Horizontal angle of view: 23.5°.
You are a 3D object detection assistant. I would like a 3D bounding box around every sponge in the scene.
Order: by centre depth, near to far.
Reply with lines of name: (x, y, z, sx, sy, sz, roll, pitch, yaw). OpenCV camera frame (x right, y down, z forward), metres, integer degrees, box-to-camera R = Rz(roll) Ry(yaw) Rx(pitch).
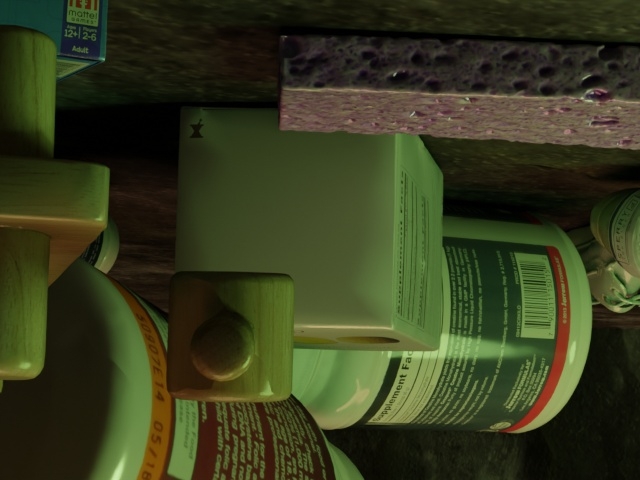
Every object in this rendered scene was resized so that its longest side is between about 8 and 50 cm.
sponge: (0.082, -0.074, 0.783, 0.210, 0.031, 0.117, 2, 173, -3)

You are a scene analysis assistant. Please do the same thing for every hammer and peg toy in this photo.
hammer and peg toy: (-0.169, -0.007, 0.607, 0.361, 0.127, 0.266, 4, 171, -14)

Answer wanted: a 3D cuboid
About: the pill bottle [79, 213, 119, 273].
pill bottle: (-0.219, -0.007, 1.176, 0.094, 0.094, 0.169, 0, 173, 18)

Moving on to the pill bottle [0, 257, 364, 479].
pill bottle: (-0.121, 0.166, 1.011, 0.224, 0.224, 0.392, -1, 159, 26)

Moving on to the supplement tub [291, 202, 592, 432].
supplement tub: (0.066, 0.061, 1.265, 0.272, 0.191, 0.191, 5, 173, -26)

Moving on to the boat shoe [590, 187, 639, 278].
boat shoe: (0.346, -0.003, 1.139, 0.302, 0.109, 0.094, 10, -168, -16)

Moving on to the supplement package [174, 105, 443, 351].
supplement package: (0.000, 0.000, 1.004, 0.139, 0.134, 0.244, 0, 173, 11)

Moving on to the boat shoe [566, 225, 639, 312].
boat shoe: (0.273, 0.024, 1.371, 0.079, 0.081, 0.227, 3, 174, -8)

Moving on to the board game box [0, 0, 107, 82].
board game box: (-0.213, -0.094, 0.621, 0.210, 0.047, 0.160, 5, 173, -31)
